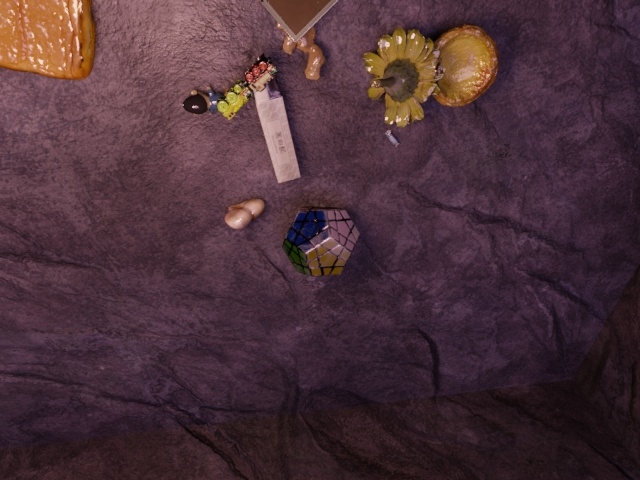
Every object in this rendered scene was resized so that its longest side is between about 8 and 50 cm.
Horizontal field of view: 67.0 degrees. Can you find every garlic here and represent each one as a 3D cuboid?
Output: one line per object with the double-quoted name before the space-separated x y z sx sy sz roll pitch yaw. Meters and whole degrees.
"garlic" -0.295 -0.107 1.900 0.174 0.124 0.099 -40 112 -17

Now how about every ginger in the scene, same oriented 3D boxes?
"ginger" -0.063 -0.656 1.593 0.149 0.065 0.259 -7 122 -1

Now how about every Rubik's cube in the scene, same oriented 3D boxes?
"Rubik's cube" 0.000 0.000 1.950 0.319 0.319 0.264 -30 154 8

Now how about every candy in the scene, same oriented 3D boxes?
"candy" 0.283 -0.400 1.888 0.030 0.020 0.083 -40 125 17

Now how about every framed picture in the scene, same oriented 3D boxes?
"framed picture" -0.049 -0.788 1.486 0.273 0.016 0.216 -39 101 15

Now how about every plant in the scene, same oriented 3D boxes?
"plant" 0.286 -0.551 1.612 0.261 0.297 0.306 -21 96 6

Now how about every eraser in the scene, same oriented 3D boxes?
"eraser" -0.158 -0.405 1.729 0.098 0.096 0.404 -15 128 -2

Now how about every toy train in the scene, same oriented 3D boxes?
"toy train" -0.238 -0.496 1.564 0.249 0.053 0.085 -36 124 26

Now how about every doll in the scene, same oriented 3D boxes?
"doll" -0.386 -0.471 1.639 0.179 0.089 0.102 -20 131 -30

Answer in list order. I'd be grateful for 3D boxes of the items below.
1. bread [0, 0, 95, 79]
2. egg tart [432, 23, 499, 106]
"bread" -0.819 -0.645 1.367 0.328 0.148 0.337 5 125 -12
"egg tart" 0.489 -0.624 1.720 0.294 0.123 0.294 -5 128 -6
